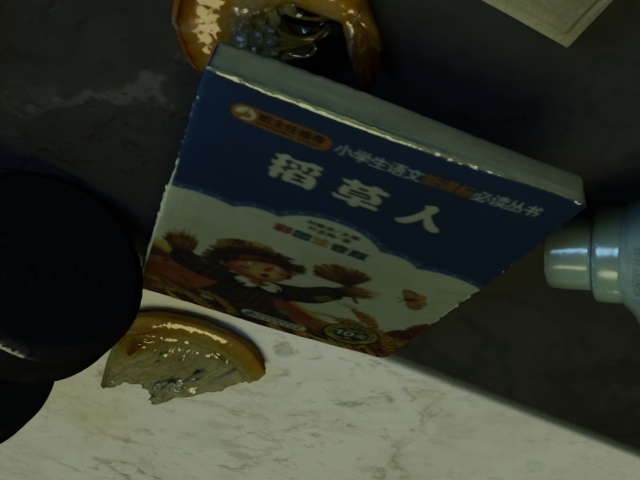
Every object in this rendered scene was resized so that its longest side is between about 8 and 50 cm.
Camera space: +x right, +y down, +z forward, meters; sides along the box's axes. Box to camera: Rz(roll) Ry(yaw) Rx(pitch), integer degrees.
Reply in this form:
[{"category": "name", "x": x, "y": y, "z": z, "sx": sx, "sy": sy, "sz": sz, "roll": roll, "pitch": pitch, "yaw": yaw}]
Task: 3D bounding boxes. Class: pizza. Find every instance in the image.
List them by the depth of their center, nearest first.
[{"category": "pizza", "x": -0.203, "y": 0.159, "z": 1.109, "sx": 0.181, "sy": 0.034, "sz": 0.262, "roll": 36, "pitch": 135, "yaw": -28}]

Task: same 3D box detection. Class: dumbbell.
[{"category": "dumbbell", "x": -0.344, "y": 0.089, "z": 0.925, "sx": 0.204, "sy": 0.203, "sz": 0.322, "roll": 29, "pitch": 137, "yaw": -21}]

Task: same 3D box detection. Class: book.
[{"category": "book", "x": 0.000, "y": 0.000, "z": 0.806, "sx": 0.300, "sy": 0.039, "sz": 0.428, "roll": 18, "pitch": 152, "yaw": -10}]

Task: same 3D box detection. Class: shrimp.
[{"category": "shrimp", "x": -0.013, "y": -0.134, "z": 0.696, "sx": 0.150, "sy": 0.068, "sz": 0.248, "roll": -18, "pitch": 134, "yaw": 20}]

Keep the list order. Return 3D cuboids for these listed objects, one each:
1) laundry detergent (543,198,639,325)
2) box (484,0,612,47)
[{"category": "laundry detergent", "x": 0.389, "y": 0.035, "z": 0.709, "sx": 0.398, "sy": 0.125, "sz": 0.263, "roll": 1, "pitch": 105, "yaw": 23}, {"category": "box", "x": 0.168, "y": -0.189, "z": 0.609, "sx": 0.079, "sy": 0.035, "sz": 0.083, "roll": 25, "pitch": 138, "yaw": -16}]
